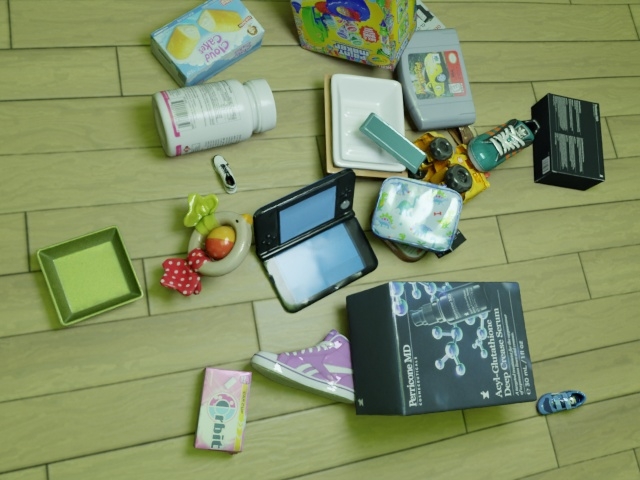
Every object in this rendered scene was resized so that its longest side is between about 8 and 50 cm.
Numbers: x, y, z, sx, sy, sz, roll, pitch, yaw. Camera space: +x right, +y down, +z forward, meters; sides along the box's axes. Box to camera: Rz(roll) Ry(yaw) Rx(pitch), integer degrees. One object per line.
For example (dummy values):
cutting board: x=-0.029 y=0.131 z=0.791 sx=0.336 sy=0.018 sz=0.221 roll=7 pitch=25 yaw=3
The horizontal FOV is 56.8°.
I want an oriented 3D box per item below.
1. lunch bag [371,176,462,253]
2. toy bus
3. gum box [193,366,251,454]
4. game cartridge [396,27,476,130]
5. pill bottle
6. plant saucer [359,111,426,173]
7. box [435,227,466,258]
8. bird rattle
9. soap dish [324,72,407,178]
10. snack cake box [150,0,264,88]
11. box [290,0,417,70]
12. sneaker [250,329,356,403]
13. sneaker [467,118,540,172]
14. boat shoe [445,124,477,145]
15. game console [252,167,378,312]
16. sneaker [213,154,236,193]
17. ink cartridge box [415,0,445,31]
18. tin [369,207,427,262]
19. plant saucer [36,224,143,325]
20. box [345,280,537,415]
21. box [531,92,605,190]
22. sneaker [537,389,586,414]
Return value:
lunch bag: x=0.252 y=-0.070 z=1.542 sx=0.219 sy=0.090 sz=0.176 roll=14 pitch=89 yaw=7
toy bus: x=0.374 y=-0.203 z=1.665 sx=0.211 sy=0.149 sz=0.220 roll=-22 pitch=80 yaw=-34
gum box: x=-0.227 y=0.395 z=1.367 sx=0.107 sy=0.062 sz=0.188 roll=9 pitch=73 yaw=-13
game cartridge: x=0.321 y=-0.462 z=1.689 sx=0.196 sy=0.060 sz=0.294 roll=-10 pitch=82 yaw=-10
pill bottle: x=-0.266 y=-0.317 z=1.493 sx=0.283 sy=0.160 sz=0.160 roll=-16 pitch=80 yaw=-19
plant saucer: x=0.195 y=-0.260 z=1.561 sx=0.192 sy=0.018 sz=0.067 roll=37 pitch=69 yaw=-4
box: x=0.348 y=0.005 z=1.624 sx=0.062 sy=0.083 sz=0.052 roll=-36 pitch=86 yaw=-21
bird rattle: x=-0.261 y=0.011 z=1.383 sx=0.207 sy=0.143 sz=0.253 roll=-1 pitch=56 yaw=29
soap dish: x=0.116 y=-0.303 z=1.621 sx=0.229 sy=0.118 sz=0.290 roll=3 pitch=75 yaw=-16
snack cake box: x=-0.300 y=-0.532 z=1.579 sx=0.264 sy=0.089 sz=0.152 roll=-40 pitch=88 yaw=-21
box: x=0.088 y=-0.638 z=1.564 sx=0.290 sy=0.279 sz=0.177 roll=20 pitch=69 yaw=19
sneaker: x=-0.028 y=0.283 z=1.442 sx=0.282 sy=0.102 sz=0.161 roll=23 pitch=67 yaw=-20
sneaker: x=0.523 y=-0.286 z=1.676 sx=0.302 sy=0.121 sz=0.108 roll=-33 pitch=89 yaw=-44
boat shoe: x=0.388 y=-0.354 z=1.741 sx=0.060 sy=0.064 sz=0.178 roll=-39 pitch=91 yaw=-23
game console: x=0.000 y=0.000 z=1.486 sx=0.293 sy=0.250 sz=0.173 roll=-27 pitch=58 yaw=-21
sneaker: x=-0.244 y=-0.176 z=1.525 sx=0.040 sy=0.044 sz=0.109 roll=-26 pitch=82 yaw=-18
ink cartridge box: x=0.269 y=-0.652 z=1.781 sx=0.175 sy=0.072 sz=0.127 roll=45 pitch=69 yaw=0
tin: x=0.218 y=-0.022 z=1.621 sx=0.190 sy=0.040 sz=0.106 roll=44 pitch=73 yaw=-1
plant saucer: x=-0.532 y=0.082 z=1.373 sx=0.188 sy=0.045 sz=0.188 roll=-20 pitch=82 yaw=-20
box: x=0.289 y=0.258 z=1.438 sx=0.395 sy=0.212 sz=0.293 roll=2 pitch=75 yaw=-26
box: x=0.755 y=-0.300 z=1.812 sx=0.184 sy=0.103 sz=0.261 roll=7 pitch=73 yaw=-11
sneaker: x=0.657 y=0.438 z=1.611 sx=0.144 sy=0.059 sz=0.053 roll=-12 pitch=82 yaw=-18
